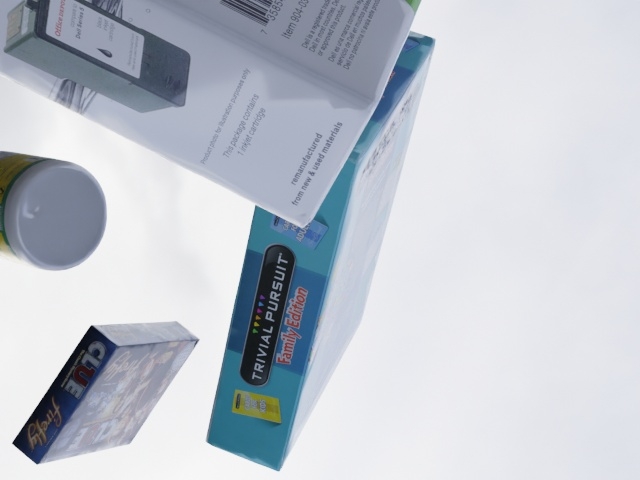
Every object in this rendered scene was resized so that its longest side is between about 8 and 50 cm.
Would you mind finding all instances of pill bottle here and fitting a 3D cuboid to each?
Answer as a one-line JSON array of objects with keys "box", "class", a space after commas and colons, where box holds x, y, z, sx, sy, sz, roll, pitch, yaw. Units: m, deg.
[{"box": [-0.329, -0.036, 1.592, 0.208, 0.117, 0.117, 12, -117, 50], "class": "pill bottle"}]

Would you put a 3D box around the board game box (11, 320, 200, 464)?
[{"box": [-0.243, 0.172, 1.712, 0.165, 0.042, 0.243, -55, 165, 9], "class": "board game box"}]

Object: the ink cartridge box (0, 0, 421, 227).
[{"box": [-0.083, -0.162, 0.879, 0.115, 0.273, 0.198, -59, -175, 45], "class": "ink cartridge box"}]

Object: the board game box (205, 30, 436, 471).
[{"box": [0.000, 0.000, 1.339, 0.254, 0.079, 0.336, -58, 164, -55], "class": "board game box"}]
